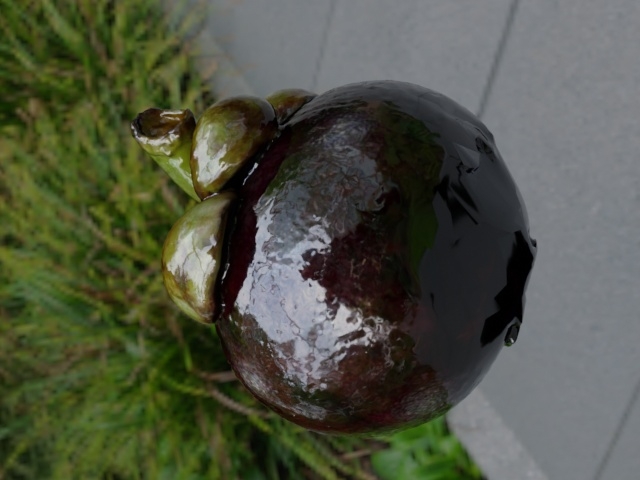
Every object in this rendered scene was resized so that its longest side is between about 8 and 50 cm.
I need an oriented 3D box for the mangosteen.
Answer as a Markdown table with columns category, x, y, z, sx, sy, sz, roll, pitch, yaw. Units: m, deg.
| category | x | y | z | sx | sy | sz | roll | pitch | yaw |
| --- | --- | --- | --- | --- | --- | --- | --- | --- | --- |
| mangosteen | 0.000 | 0.000 | 0.750 | 0.194 | 0.231 | 0.194 | 20 | -90 | -89 |
